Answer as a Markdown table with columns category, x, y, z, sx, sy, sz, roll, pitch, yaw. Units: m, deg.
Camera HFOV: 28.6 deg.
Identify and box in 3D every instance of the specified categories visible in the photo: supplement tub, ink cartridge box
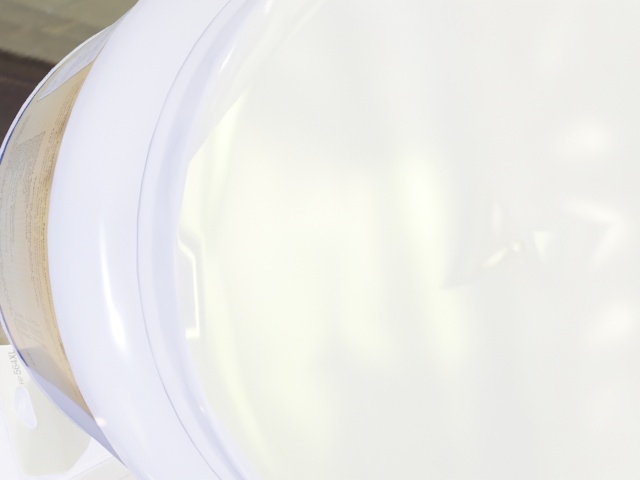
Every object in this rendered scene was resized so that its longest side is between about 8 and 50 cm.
| category | x | y | z | sx | sy | sz | roll | pitch | yaw |
| --- | --- | --- | --- | --- | --- | --- | --- | --- | --- |
| supplement tub | 0.000 | 0.000 | 0.481 | 0.228 | 0.228 | 0.316 | -20 | -172 | -19 |
| ink cartridge box | -0.133 | 0.116 | 0.721 | 0.090 | 0.092 | 0.143 | -27 | 148 | 0 |
